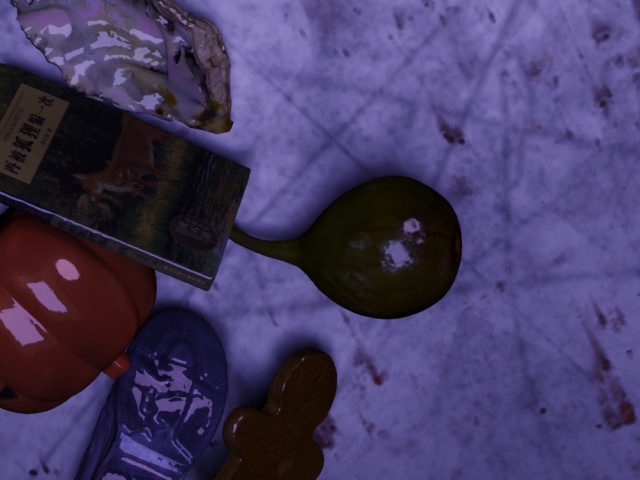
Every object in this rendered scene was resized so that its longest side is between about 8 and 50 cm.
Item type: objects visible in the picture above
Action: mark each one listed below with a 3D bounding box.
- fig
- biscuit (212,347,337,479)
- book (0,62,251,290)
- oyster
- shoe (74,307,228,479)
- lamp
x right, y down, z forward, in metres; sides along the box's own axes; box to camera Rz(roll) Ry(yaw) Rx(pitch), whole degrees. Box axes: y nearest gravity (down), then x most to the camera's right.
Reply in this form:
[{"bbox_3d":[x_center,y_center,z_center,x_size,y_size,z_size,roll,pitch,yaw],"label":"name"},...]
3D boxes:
[{"bbox_3d":[0.000,0.000,1.562,0.236,0.124,0.124,7,103,10],"label":"fig"},{"bbox_3d":[-0.048,0.184,1.598,0.138,0.031,0.205,33,84,-50],"label":"biscuit"},{"bbox_3d":[-0.175,-0.052,1.487,0.228,0.160,0.024,24,125,-6],"label":"book"},{"bbox_3d":[-0.157,-0.174,1.526,0.209,0.072,0.133,24,132,5],"label":"oyster"},{"bbox_3d":[-0.157,0.179,1.590,0.095,0.137,0.245,24,69,-15],"label":"shoe"},{"bbox_3d":[-0.218,0.052,1.515,0.164,0.187,0.187,43,97,-12],"label":"lamp"}]
